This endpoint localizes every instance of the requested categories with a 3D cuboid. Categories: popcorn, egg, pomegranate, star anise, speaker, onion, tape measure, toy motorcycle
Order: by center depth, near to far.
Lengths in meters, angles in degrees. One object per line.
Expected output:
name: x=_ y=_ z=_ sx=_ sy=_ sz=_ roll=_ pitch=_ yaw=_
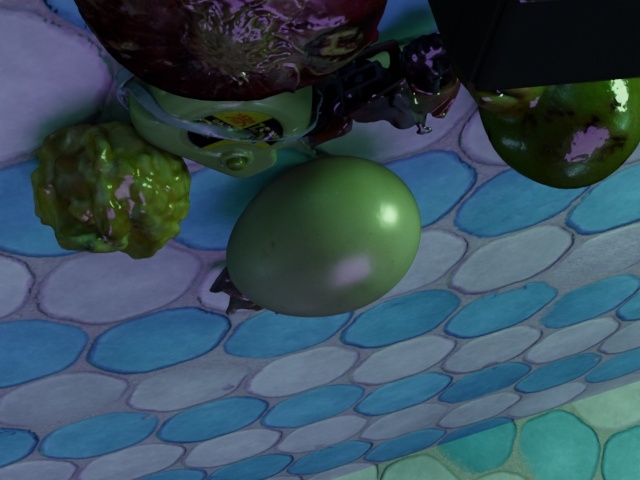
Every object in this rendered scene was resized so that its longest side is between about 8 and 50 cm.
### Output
onion: x=-0.067 y=-0.212 z=0.707 sx=0.246 sy=0.190 sz=0.246 roll=2 pitch=144 yaw=1
speaker: x=0.222 y=-0.248 z=0.823 sx=0.230 sy=0.193 sz=0.153 roll=-8 pitch=152 yaw=-11
tape measure: x=-0.091 y=-0.140 z=0.915 sx=0.175 sy=0.106 sz=0.200 roll=-20 pitch=154 yaw=35
popcorn: x=-0.221 y=-0.049 z=0.972 sx=0.173 sy=0.142 sz=0.173 roll=-19 pitch=166 yaw=-5
toy motorcycle: x=0.063 y=-0.152 z=1.011 sx=0.212 sy=0.084 sz=0.118 roll=-21 pitch=155 yaw=22
pomegranate: x=0.278 y=-0.155 z=1.059 sx=0.189 sy=0.159 sz=0.241 roll=-25 pitch=147 yaw=10
egg: x=0.000 y=0.000 z=1.135 sx=0.253 sy=0.189 sz=0.188 roll=-24 pitch=153 yaw=24
star anise: x=-0.067 y=0.058 z=1.347 sx=0.208 sy=0.063 sz=0.172 roll=-1 pitch=153 yaw=-36
